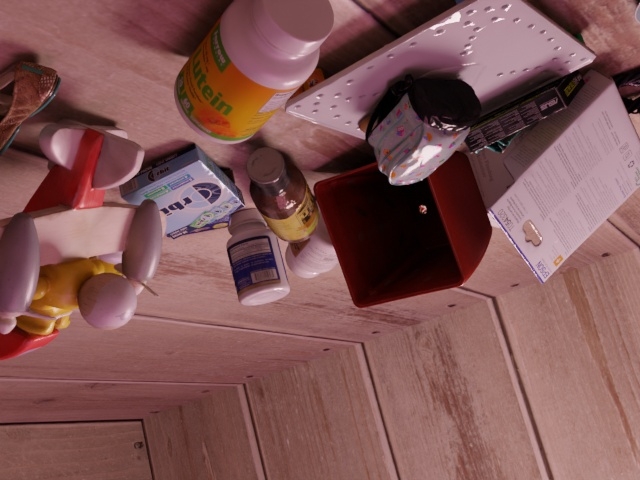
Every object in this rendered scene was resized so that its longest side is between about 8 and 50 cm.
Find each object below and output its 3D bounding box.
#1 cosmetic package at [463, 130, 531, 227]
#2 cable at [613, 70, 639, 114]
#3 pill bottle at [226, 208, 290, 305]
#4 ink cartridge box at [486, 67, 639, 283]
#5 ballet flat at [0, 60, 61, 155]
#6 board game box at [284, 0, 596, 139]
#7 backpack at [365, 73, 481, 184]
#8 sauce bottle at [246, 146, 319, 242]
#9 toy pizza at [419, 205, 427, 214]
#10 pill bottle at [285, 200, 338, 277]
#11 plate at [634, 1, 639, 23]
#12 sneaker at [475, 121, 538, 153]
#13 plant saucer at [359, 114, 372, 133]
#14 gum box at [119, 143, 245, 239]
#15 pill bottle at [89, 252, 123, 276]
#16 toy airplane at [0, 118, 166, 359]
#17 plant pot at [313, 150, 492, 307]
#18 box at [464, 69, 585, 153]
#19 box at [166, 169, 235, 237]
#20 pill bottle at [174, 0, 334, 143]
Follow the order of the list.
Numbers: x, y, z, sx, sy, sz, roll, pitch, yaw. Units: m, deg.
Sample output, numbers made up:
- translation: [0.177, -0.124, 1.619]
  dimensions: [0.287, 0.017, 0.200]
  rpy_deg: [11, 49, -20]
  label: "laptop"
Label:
- translation: [0.408, -0.131, 2.005]
  dimensions: [0.184, 0.151, 0.151]
  rpy_deg: [-26, 159, 32]
  label: "cosmetic package"
- translation: [0.609, -0.285, 1.857]
  dimensions: [0.184, 0.047, 0.150]
  rpy_deg: [0, 158, -40]
  label: "cable"
- translation: [-0.138, 0.034, 2.012]
  dimensions: [0.112, 0.186, 0.112]
  rpy_deg: [-13, 163, -4]
  label: "pill bottle"
- translation: [0.475, -0.115, 1.841]
  dimensions: [0.330, 0.071, 0.324]
  rpy_deg: [-44, 138, 1]
  label: "ink cartridge box"
- translation: [-0.423, -0.184, 1.294]
  dimensions: [0.067, 0.073, 0.206]
  rpy_deg: [28, 139, -27]
  label: "ballet flat"
- translation: [0.196, -0.273, 1.535]
  dimensions: [0.390, 0.050, 0.390]
  rpy_deg: [-25, 161, 30]
  label: "board game box"
- translation: [0.154, -0.173, 1.516]
  dimensions: [0.152, 0.115, 0.182]
  rpy_deg: [3, 148, -35]
  label: "backpack"
- translation: [-0.074, -0.085, 1.811]
  dimensions: [0.111, 0.111, 0.344]
  rpy_deg: [-16, 165, 4]
  label: "sauce bottle"
- translation: [0.234, -0.073, 2.256]
  dimensions: [0.201, 0.032, 0.201]
  rpy_deg: [-13, 163, -4]
  label: "toy pizza"
- translation: [0.000, 0.000, 2.118]
  dimensions: [0.131, 0.131, 0.229]
  rpy_deg: [-8, 162, -22]
  label: "pill bottle"
- translation: [0.587, -0.399, 1.504]
  dimensions: [0.188, 0.024, 0.188]
  rpy_deg: [-14, 164, -4]
  label: "plate"
- translation: [0.351, -0.205, 1.846]
  dimensions: [0.166, 0.076, 0.065]
  rpy_deg: [-9, 164, -18]
  label: "sneaker"
- translation: [0.107, -0.195, 1.597]
  dimensions: [0.083, 0.015, 0.083]
  rpy_deg: [-13, 164, -4]
  label: "plant saucer"
- translation: [-0.245, -0.083, 1.702]
  dimensions: [0.157, 0.041, 0.184]
  rpy_deg: [-24, 150, 11]
  label: "gum box"
- translation: [-0.404, 0.008, 1.845]
  dimensions: [0.103, 0.103, 0.184]
  rpy_deg: [-7, 162, -26]
  label: "pill bottle"
- translation: [-0.367, 0.010, 1.432]
  dimensions: [0.386, 0.272, 0.384]
  rpy_deg: [-41, 165, -27]
  label: "toy airplane"
- translation: [0.192, -0.045, 1.893]
  dimensions: [0.267, 0.267, 0.236]
  rpy_deg: [-16, -175, 40]
  label: "plant pot"
- translation: [0.361, -0.233, 1.686]
  dimensions: [0.191, 0.045, 0.184]
  rpy_deg: [-25, -169, 31]
  label: "box"
- translation: [-0.240, -0.068, 1.850]
  dimensions: [0.136, 0.036, 0.225]
  rpy_deg: [-11, 161, -12]
  label: "box"
- translation: [-0.086, -0.239, 1.248]
  dimensions: [0.136, 0.136, 0.246]
  rpy_deg: [-4, 160, -33]
  label: "pill bottle"
